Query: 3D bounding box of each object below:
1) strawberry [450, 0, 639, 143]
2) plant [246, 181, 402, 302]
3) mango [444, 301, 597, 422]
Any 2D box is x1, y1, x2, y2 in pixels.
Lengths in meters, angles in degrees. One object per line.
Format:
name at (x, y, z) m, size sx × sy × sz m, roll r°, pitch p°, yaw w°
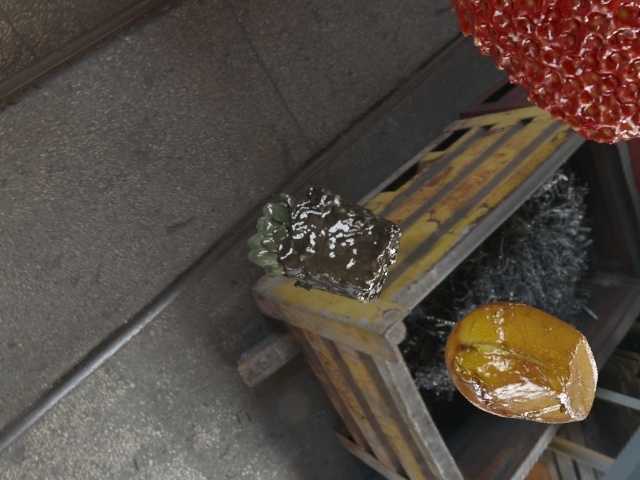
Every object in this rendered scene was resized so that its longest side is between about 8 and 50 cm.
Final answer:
strawberry at (0.323, -0.283, 0.619) m, size 0.312 × 0.267 × 0.351 m, roll -26°, pitch 83°, yaw -13°
plant at (0.000, 0.000, 0.735) m, size 0.132 × 0.194 × 0.129 m, roll 60°, pitch 50°, yaw -69°
mango at (0.366, 0.221, 0.970) m, size 0.350 × 0.199 × 0.201 m, roll 27°, pitch 102°, yaw -36°
